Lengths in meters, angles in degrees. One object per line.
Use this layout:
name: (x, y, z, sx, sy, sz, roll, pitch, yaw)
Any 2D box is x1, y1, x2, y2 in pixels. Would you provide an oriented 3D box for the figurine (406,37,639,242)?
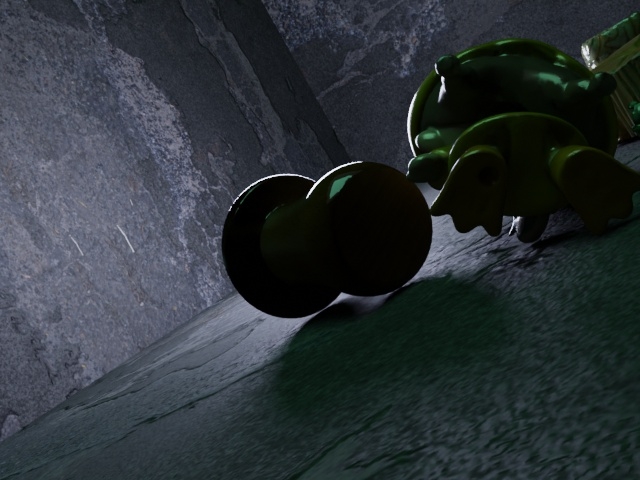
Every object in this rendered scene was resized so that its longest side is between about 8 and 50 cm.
figurine: (0.192, -0.092, 0.802, 0.343, 0.215, 0.187, -73, -3, -70)

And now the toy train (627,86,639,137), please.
toy train: (0.348, -0.122, 0.760, 0.099, 0.081, 0.149, -26, 10, 44)

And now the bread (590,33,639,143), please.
bread: (0.434, -0.209, 1.079, 0.192, 0.109, 0.210, -36, 3, -4)

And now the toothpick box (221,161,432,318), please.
toothpick box: (0.000, 0.000, 1.030, 0.192, 0.192, 0.294, -31, 10, -27)

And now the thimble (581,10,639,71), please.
thimble: (0.573, -0.330, 1.475, 0.191, 0.143, 0.137, -29, 2, 8)
